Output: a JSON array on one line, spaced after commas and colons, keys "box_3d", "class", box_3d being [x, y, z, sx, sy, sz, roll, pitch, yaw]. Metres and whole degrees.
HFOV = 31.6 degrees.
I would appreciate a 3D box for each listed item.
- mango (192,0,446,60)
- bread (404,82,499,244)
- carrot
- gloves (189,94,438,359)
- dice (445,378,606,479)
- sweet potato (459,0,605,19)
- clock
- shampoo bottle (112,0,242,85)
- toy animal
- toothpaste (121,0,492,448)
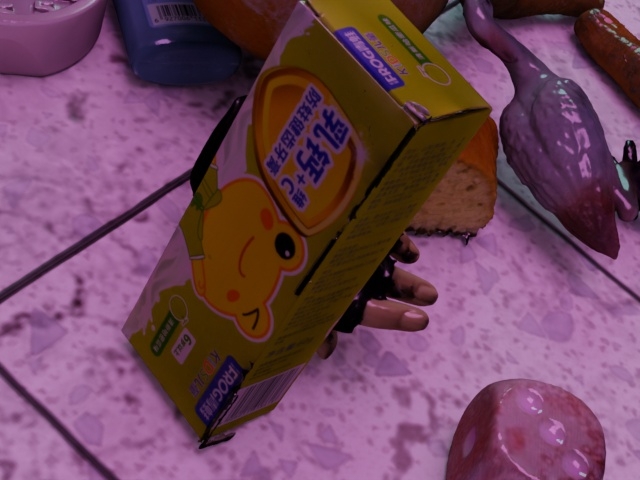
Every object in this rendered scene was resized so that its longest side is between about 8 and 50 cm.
[{"box_3d": [0.020, -0.260, 1.029, 0.384, 0.199, 0.221, -6, 80, -60], "class": "mango"}, {"box_3d": [0.062, -0.087, 0.976, 0.260, 0.134, 0.129, 2, 53, -23], "class": "bread"}, {"box_3d": [0.349, -0.189, 1.246, 0.060, 0.060, 0.186, -25, 63, -37], "class": "carrot"}, {"box_3d": [0.000, 0.000, 0.863, 0.203, 0.164, 0.124, 34, 23, 26], "class": "gloves"}, {"box_3d": [0.151, 0.164, 0.837, 0.091, 0.094, 0.093, 21, 49, -9], "class": "dice"}, {"box_3d": [0.205, -0.274, 1.203, 0.346, 0.108, 0.079, 3, 87, -59], "class": "sweet potato"}, {"box_3d": [-0.283, -0.233, 0.984, 0.197, 0.068, 0.196, 12, 49, -15], "class": "clock"}, {"box_3d": [-0.155, -0.257, 1.066, 0.104, 0.061, 0.258, -3, 55, -27], "class": "shampoo bottle"}, {"box_3d": [0.213, -0.108, 1.050, 0.324, 0.090, 0.195, 44, 34, -17], "class": "toy animal"}, {"box_3d": [-0.024, -0.003, 0.739, 0.077, 0.327, 0.110, -17, 60, -45], "class": "toothpaste"}]
